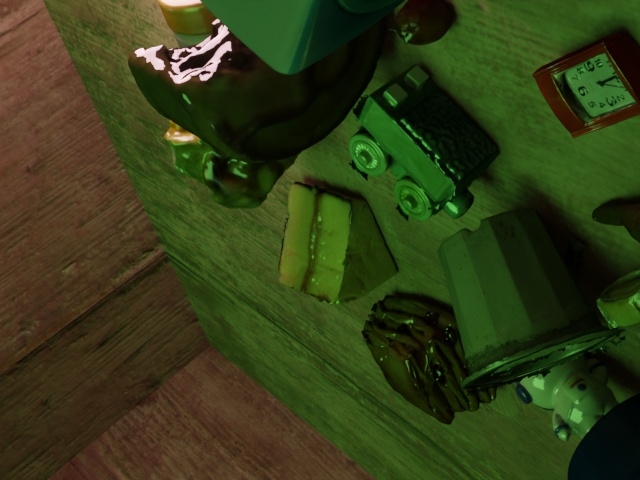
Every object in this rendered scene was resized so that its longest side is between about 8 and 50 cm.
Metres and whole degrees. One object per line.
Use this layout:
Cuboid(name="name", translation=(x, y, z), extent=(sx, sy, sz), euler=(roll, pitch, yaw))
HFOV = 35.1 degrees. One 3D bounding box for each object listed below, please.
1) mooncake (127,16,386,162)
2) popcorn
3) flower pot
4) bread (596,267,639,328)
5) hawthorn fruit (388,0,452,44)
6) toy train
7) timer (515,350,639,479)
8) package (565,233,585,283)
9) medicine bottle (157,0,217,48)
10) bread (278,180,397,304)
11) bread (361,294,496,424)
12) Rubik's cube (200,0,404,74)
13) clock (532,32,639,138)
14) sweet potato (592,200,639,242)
Cuboid(name="mooncake", translation=(-0.088, -0.332, 1.665), extent=(0.246, 0.393, 0.394), euler=(39, 122, 40))
Cuboid(name="popcorn", translation=(-0.163, -0.236, 2.114), extent=(0.312, 0.312, 0.312), euler=(42, 157, 22))
Cuboid(name="flower pot", translation=(0.330, 0.098, 1.700), extent=(0.290, 0.290, 0.259), euler=(113, 140, -66))
Cuboid(name="bread", translation=(0.495, 0.080, 1.534), extent=(0.064, 0.117, 0.156), euler=(53, 159, -1))
Cuboid(name="hawthorn fruit", translation=(0.153, -0.339, 1.576), extent=(0.081, 0.093, 0.081), euler=(43, 159, 22))
Cuboid(name="toy train", translation=(0.172, -0.162, 1.755), extent=(0.272, 0.159, 0.188), euler=(47, 149, 9))
Cuboid(name="timer", translation=(0.495, 0.315, 1.798), extent=(0.383, 0.270, 0.270), euler=(50, 163, 43))
Cuboid(name="package", translation=(0.431, 0.032, 1.724), extent=(0.037, 0.015, 0.110), euler=(37, 156, 30))
Cuboid(name="medicine bottle", translation=(-0.156, -0.403, 1.892), extent=(0.238, 0.238, 0.232), euler=(28, 149, 46))
Cuboid(name="bread", translation=(0.000, 0.000, 2.318), extent=(0.263, 0.198, 0.236), euler=(19, 135, 51))
Cuboid(name="bread", translation=(0.228, 0.278, 2.320), extent=(0.324, 0.167, 0.278), euler=(10, 135, 58))
Cuboid(name="Rubik's cube", translation=(-0.014, -0.480, 1.333), extent=(0.352, 0.347, 0.351), euler=(49, 159, 6))
Cuboid(name="clock", translation=(0.379, -0.214, 1.378), extent=(0.113, 0.061, 0.155), euler=(55, 155, -9))
Cuboid(name="sweet potato", translation=(0.476, -0.028, 1.465), extent=(0.075, 0.074, 0.269), euler=(59, 161, -20))
